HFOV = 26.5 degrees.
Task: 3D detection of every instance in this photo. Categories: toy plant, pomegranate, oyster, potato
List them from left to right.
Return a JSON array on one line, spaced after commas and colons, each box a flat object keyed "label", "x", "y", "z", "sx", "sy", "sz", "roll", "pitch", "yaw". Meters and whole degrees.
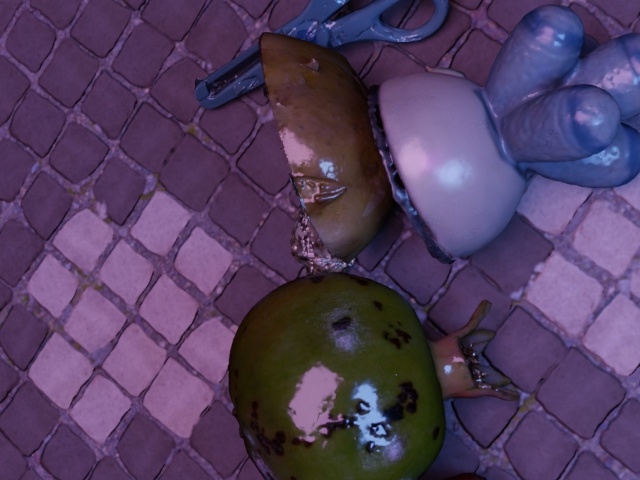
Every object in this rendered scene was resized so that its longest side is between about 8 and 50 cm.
[{"label": "oyster", "x": 0.001, "y": -0.001, "z": 1.720, "sx": 0.100, "sy": 0.037, "sz": 0.098, "roll": 34, "pitch": 99, "yaw": 21}, {"label": "potato", "x": 0.022, "y": -0.130, "z": 1.617, "sx": 0.116, "sy": 0.239, "sz": 0.299, "roll": -24, "pitch": 68, "yaw": 17}, {"label": "pomegranate", "x": 0.054, "y": 0.174, "z": 1.554, "sx": 0.323, "sy": 0.291, "sz": 0.291, "roll": -7, "pitch": 82, "yaw": 16}, {"label": "toy plant", "x": 0.245, "y": -0.138, "z": 1.538, "sx": 0.332, "sy": 0.247, "sz": 0.247, "roll": -25, "pitch": 76, "yaw": 16}]

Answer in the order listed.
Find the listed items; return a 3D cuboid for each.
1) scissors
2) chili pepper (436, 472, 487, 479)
[{"label": "scissors", "x": -0.011, "y": -0.269, "z": 1.715, "sx": 0.393, "sy": 0.032, "sz": 0.180, "roll": -28, "pitch": 117, "yaw": 26}, {"label": "chili pepper", "x": 0.136, "y": 0.319, "z": 1.522, "sx": 0.144, "sy": 0.252, "sz": 0.136, "roll": 12, "pitch": 80, "yaw": 15}]
